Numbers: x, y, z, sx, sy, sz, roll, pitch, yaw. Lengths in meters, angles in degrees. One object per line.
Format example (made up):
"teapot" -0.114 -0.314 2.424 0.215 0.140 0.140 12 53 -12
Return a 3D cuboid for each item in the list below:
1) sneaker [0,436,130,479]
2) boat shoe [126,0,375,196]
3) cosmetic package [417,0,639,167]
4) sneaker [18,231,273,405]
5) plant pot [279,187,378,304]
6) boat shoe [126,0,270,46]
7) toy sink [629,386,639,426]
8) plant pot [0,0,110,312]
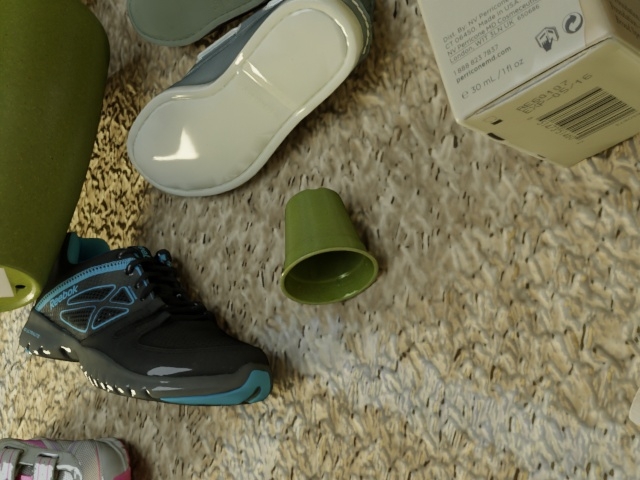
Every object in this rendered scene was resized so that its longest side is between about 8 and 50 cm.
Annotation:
"sneaker" -0.300 0.262 0.961 0.252 0.111 0.103 -11 76 40
"boat shoe" -0.067 -0.141 0.854 0.319 0.116 0.099 -31 20 42
"cosmetic package" 0.135 -0.220 0.625 0.113 0.160 0.310 -27 67 34
"sneaker" -0.177 0.073 0.877 0.340 0.125 0.140 11 85 40
"plant pot" 0.000 0.000 0.768 0.083 0.083 0.079 -38 48 31
"boat shoe" -0.107 -0.252 0.907 0.227 0.068 0.081 -4 115 43
"toy sink" 0.283 0.017 0.459 0.131 0.152 0.234 32 105 40
"plant pot" -0.358 -0.083 0.932 0.274 0.274 0.294 -27 57 36
